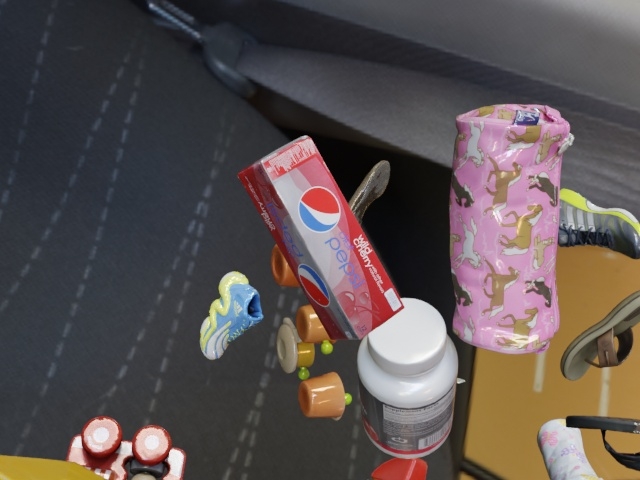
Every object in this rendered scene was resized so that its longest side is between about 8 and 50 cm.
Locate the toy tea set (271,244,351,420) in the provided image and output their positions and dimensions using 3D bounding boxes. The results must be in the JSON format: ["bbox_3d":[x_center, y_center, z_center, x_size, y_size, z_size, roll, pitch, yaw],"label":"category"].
[{"bbox_3d":[0.006,0.133,1.341,0.200,0.124,0.336,-175,-98,-66],"label":"toy tea set"}]

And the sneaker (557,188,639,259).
[{"bbox_3d":[0.604,-0.018,1.783,0.121,0.300,0.111,-30,120,-18],"label":"sneaker"}]

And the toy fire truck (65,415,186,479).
[{"bbox_3d":[-0.502,0.600,1.977,0.169,0.302,0.253,116,-16,-56],"label":"toy fire truck"}]

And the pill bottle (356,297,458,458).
[{"bbox_3d":[0.155,0.246,1.408,0.318,0.176,0.176,83,21,-50],"label":"pill bottle"}]

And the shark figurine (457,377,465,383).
[{"bbox_3d":[0.282,0.404,2.187,0.116,0.166,0.278,-24,158,-30],"label":"shark figurine"}]

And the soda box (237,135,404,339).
[{"bbox_3d":[0.000,0.000,1.035,0.083,0.263,0.092,-32,-172,-25],"label":"soda box"}]

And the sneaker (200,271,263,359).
[{"bbox_3d":[-0.213,0.202,1.908,0.091,0.126,0.240,-8,120,-50],"label":"sneaker"}]

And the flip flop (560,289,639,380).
[{"bbox_3d":[0.572,0.195,1.528,0.112,0.080,0.277,-1,140,-41],"label":"flip flop"}]

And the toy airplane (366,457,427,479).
[{"bbox_3d":[0.083,0.697,1.819,0.384,0.272,0.386,-21,123,-29],"label":"toy airplane"}]

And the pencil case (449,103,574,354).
[{"bbox_3d":[0.293,-0.017,1.229,0.167,0.160,0.386,23,-63,57],"label":"pencil case"}]

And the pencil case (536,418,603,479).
[{"bbox_3d":[0.662,0.595,2.097,0.124,0.113,0.273,-39,-163,15],"label":"pencil case"}]

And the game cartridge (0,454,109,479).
[{"bbox_3d":[-0.521,0.512,1.592,0.285,0.324,0.052,27,76,-51],"label":"game cartridge"}]

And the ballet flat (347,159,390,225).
[{"bbox_3d":[0.110,-0.115,2.073,0.250,0.058,0.084,-59,140,-22],"label":"ballet flat"}]

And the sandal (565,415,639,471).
[{"bbox_3d":[0.734,0.435,1.622,0.167,0.446,0.107,43,56,-68],"label":"sandal"}]
